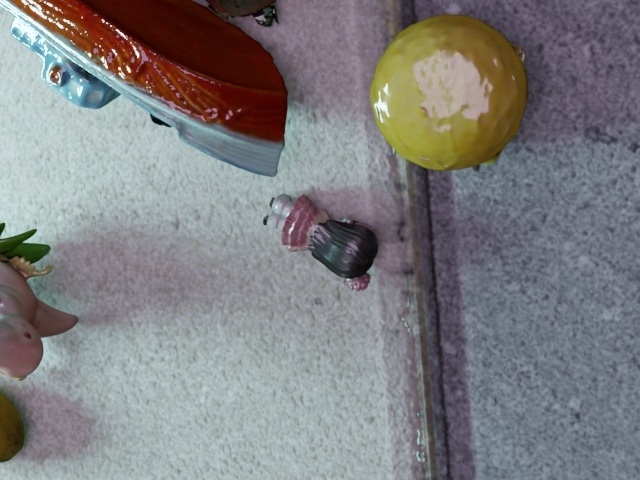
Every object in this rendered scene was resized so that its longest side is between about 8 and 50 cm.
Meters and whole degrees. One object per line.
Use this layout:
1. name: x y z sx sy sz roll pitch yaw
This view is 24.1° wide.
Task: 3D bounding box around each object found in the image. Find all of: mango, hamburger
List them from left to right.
1. mango: -0.416 0.202 1.669 0.165 0.089 0.115 -11 95 12
2. hamburger: 0.131 -0.146 1.478 0.162 0.115 0.162 2 100 14

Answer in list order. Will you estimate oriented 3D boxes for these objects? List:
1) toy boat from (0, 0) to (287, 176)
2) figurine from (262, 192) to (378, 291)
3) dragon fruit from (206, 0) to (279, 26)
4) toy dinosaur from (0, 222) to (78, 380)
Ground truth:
1. toy boat: -0.174 -0.172 1.544 0.332 0.145 0.133 32 126 10
2. figurine: 0.000 0.000 1.561 0.129 0.054 0.072 26 106 12
3. dragon fruit: -0.086 -0.313 1.519 0.142 0.138 0.175 -47 62 52
4. toy dinosaur: -0.322 0.071 1.585 0.177 0.194 0.152 38 90 24
